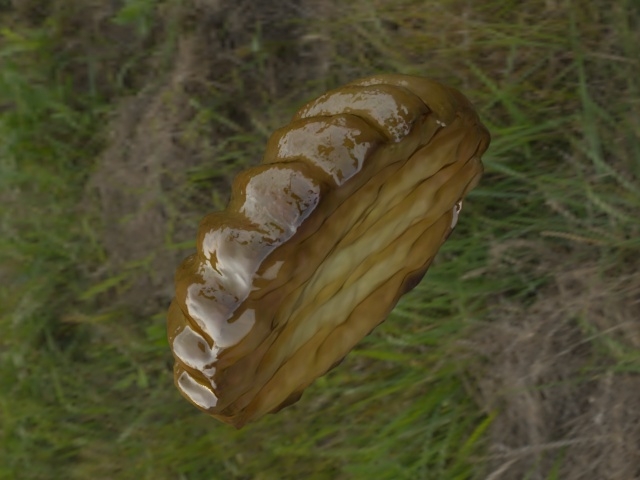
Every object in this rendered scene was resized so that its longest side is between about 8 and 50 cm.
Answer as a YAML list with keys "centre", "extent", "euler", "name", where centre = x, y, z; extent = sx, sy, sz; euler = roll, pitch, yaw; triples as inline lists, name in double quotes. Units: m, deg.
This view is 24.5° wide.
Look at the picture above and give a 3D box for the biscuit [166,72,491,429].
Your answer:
- centre: [0.000, 0.000, 1.154]
  extent: [0.107, 0.326, 0.325]
  euler: [40, 120, 21]
  name: "biscuit"
